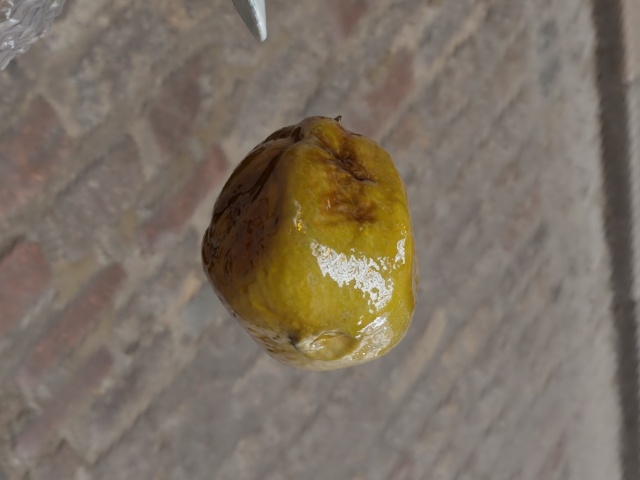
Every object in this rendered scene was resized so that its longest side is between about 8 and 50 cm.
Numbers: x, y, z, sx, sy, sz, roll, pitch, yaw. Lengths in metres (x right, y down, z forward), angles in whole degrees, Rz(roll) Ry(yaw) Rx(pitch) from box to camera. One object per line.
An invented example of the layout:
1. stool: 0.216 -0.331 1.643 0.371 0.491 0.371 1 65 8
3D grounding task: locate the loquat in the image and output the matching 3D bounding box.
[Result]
1. loquat: 0.000 0.000 0.828 0.137 0.113 0.137 36 46 -49

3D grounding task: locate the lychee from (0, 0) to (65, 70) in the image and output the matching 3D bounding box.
1. lychee: -0.349 -0.291 1.245 0.380 0.432 0.380 1 90 -86

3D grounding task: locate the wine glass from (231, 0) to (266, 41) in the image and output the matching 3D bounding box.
1. wine glass: 0.004 -0.270 1.388 0.196 0.165 0.165 -28 142 -2
